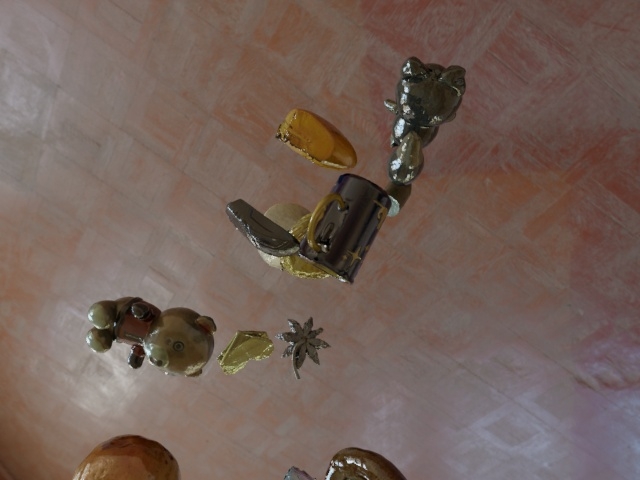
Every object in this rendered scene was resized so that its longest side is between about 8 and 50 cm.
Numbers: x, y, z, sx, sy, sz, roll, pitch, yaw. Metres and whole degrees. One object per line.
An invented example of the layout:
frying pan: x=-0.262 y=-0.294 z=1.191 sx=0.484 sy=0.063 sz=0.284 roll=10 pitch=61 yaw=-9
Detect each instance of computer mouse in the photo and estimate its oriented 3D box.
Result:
computer mouse: x=-0.148 y=-0.019 z=1.187 sx=0.217 sy=0.073 sz=0.122 roll=36 pitch=166 yaw=12

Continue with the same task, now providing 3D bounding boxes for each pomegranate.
pomegranate: x=-0.406 y=0.517 z=0.994 sx=0.215 sy=0.215 sz=0.215 roll=8 pitch=123 yaw=13

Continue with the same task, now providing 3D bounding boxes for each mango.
mango: x=0.001 y=-0.283 z=1.394 sx=0.252 sy=0.154 sz=0.126 roll=28 pitch=105 yaw=-13

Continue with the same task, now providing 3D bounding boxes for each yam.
yam: x=0.286 y=-0.186 z=1.786 sx=0.106 sy=0.259 sz=0.106 roll=16 pitch=129 yaw=21

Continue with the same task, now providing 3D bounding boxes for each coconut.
coconut: x=-0.138 y=-0.015 z=2.146 sx=0.328 sy=0.329 sz=0.329 roll=8 pitch=123 yaw=13

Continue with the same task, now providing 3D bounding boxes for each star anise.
star anise: x=-0.071 y=0.418 z=1.922 sx=0.230 sy=0.263 sz=0.081 roll=16 pitch=153 yaw=-8

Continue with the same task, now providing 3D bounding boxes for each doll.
doll: x=0.353 y=-0.403 z=1.614 sx=0.252 sy=0.379 sz=0.382 roll=0 pitch=155 yaw=-1
doll: x=-0.446 y=0.249 z=1.291 sx=0.329 sy=0.174 sz=0.235 roll=22 pitch=116 yaw=-3

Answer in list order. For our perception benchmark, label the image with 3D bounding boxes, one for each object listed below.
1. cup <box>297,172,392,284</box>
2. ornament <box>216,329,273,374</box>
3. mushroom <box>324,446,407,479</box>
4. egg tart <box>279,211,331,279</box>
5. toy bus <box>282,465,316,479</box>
cup: x=0.067 y=-0.038 z=1.243 sx=0.178 sy=0.255 sz=0.256 roll=29 pitch=85 yaw=-1
ornament: x=-0.274 y=0.380 z=1.712 sx=0.201 sy=0.059 sz=0.180 roll=-25 pitch=133 yaw=-17
mushroom: x=0.032 y=0.369 z=0.544 sx=0.148 sy=0.217 sz=0.227 roll=-43 pitch=62 yaw=33
egg tart: x=0.000 y=0.000 z=1.589 sx=0.314 sy=0.120 sz=0.315 roll=-11 pitch=139 yaw=-10
toy bus: x=0.029 y=0.689 z=1.205 sx=0.316 sy=0.112 sz=0.138 roll=20 pitch=149 yaw=31
